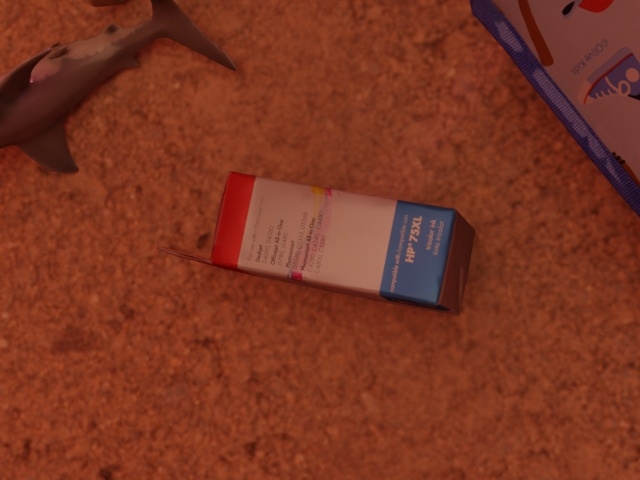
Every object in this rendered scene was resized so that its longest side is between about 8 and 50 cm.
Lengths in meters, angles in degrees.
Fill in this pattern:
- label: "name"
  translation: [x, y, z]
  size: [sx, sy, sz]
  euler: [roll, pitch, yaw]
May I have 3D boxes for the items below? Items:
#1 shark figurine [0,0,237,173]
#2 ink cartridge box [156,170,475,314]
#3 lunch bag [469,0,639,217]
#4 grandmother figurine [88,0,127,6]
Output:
- label: "shark figurine"
  translation: [-0.222, -0.122, 1.143]
  size: [0.278, 0.166, 0.116]
  euler: [-27, 103, -9]
- label: "ink cartridge box"
  translation: [0.000, 0.000, 1.037]
  size: [0.231, 0.134, 0.078]
  euler: [11, 86, 14]
- label: "lunch bag"
  translation: [0.349, -0.134, 0.877]
  size: [0.328, 0.239, 0.385]
  euler: [-42, 79, 37]
- label: "grandmother figurine"
  translation: [-0.266, -0.378, 1.170]
  size: [0.208, 0.104, 0.342]
  euler: [-45, 78, -5]
